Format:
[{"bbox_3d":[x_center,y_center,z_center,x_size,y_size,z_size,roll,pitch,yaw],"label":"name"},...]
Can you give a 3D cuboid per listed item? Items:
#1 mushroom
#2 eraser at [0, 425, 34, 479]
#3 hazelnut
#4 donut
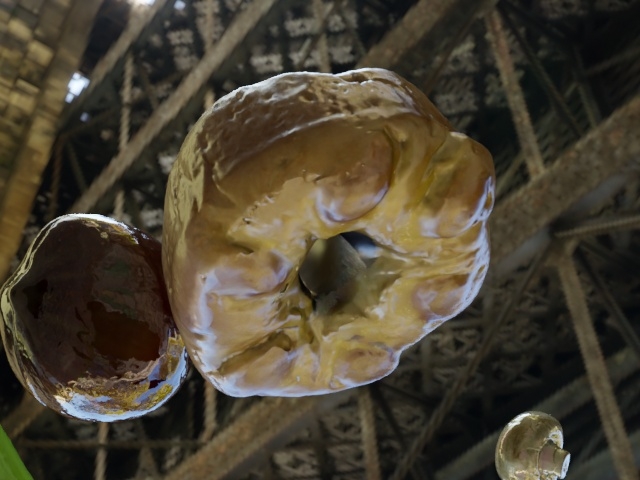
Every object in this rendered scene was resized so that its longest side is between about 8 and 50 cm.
[{"bbox_3d":[0.208,0.207,1.080,0.067,0.083,0.083,13,-104,31],"label":"mushroom"},{"bbox_3d":[-0.144,0.194,0.388,0.092,0.274,0.210,-28,-178,25],"label":"eraser"},{"bbox_3d":[-0.243,0.088,1.188,0.229,0.229,0.229,-36,-140,37],"label":"hazelnut"},{"bbox_3d":[0.000,0.000,0.945,0.317,0.299,0.150,-47,-131,25],"label":"donut"}]
